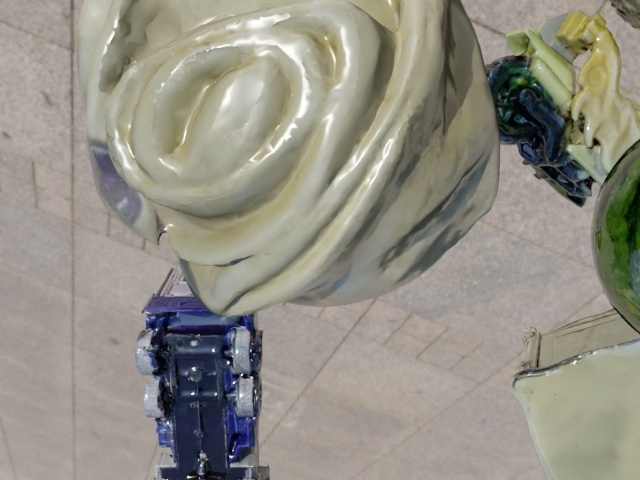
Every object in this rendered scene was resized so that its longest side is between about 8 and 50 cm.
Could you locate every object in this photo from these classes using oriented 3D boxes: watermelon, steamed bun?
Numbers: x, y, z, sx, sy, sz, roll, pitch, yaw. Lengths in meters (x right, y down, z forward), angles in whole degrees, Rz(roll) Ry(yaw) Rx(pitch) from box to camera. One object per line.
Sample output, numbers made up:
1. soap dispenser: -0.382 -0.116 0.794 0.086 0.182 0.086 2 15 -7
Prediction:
1. watermelon: 0.292 -0.016 0.480 0.188 0.188 0.214 -13 107 37
2. steamed bun: -0.046 -0.101 0.532 0.342 0.255 0.367 -27 94 33

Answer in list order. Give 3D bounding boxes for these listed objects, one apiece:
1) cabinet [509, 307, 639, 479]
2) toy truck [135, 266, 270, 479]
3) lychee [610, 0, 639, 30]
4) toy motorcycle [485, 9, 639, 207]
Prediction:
1. cabinet: 0.476 0.279 1.092 0.228 0.318 0.289 -23 88 19
2. toy truck: -0.119 0.173 0.739 0.124 0.155 0.267 1 110 0
3. lychee: 0.504 -0.403 0.885 0.274 0.255 0.255 2 140 23
4. toy motorcycle: 0.409 -0.170 0.997 0.410 0.237 0.169 32 173 -23
